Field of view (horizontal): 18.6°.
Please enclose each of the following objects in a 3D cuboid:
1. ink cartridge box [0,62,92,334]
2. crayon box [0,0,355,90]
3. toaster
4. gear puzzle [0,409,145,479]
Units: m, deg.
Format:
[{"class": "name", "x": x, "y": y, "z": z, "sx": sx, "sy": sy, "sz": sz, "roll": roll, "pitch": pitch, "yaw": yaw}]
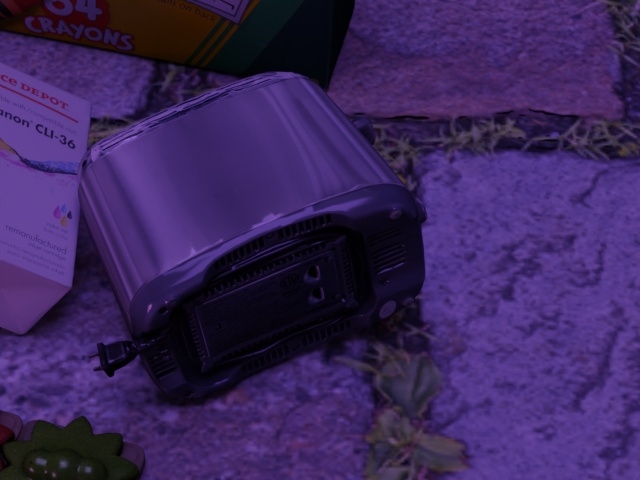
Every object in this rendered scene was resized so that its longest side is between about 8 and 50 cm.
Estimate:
[{"class": "ink cartridge box", "x": -0.215, "y": -0.051, "z": 1.256, "sx": 0.115, "sy": 0.067, "sz": 0.198, "roll": 24, "pitch": 44, "yaw": -27}, {"class": "crayon box", "x": -0.153, "y": -0.274, "z": 1.315, "sx": 0.363, "sy": 0.313, "sz": 0.106, "roll": 11, "pitch": 51, "yaw": 7}, {"class": "toaster", "x": -0.056, "y": -0.005, "z": 1.217, "sx": 0.227, "sy": 0.129, "sz": 0.146, "roll": -24, "pitch": 51, "yaw": -9}, {"class": "gear puzzle", "x": -0.192, "y": 0.161, "z": 1.125, "sx": 0.339, "sy": 0.044, "sz": 0.175, "roll": 13, "pitch": 51, "yaw": 8}]
